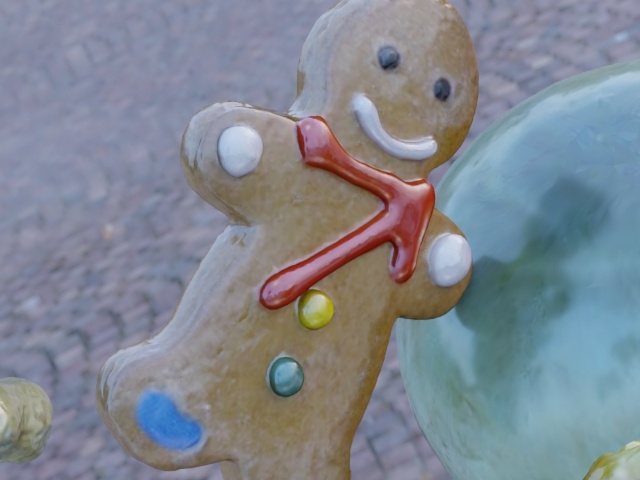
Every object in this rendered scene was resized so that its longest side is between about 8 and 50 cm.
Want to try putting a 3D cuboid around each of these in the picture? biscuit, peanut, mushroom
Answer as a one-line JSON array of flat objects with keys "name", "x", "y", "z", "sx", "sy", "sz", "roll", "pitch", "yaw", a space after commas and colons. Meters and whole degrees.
[{"name": "biscuit", "x": 0.002, "y": 0.001, "z": 1.060, "sx": 0.049, "sy": 0.205, "sz": 0.324, "roll": 7, "pitch": 67, "yaw": 56}, {"name": "peanut", "x": -0.276, "y": 0.160, "z": 1.616, "sx": 0.080, "sy": 0.080, "sz": 0.174, "roll": -21, "pitch": -3, "yaw": 10}, {"name": "mushroom", "x": 0.212, "y": 0.046, "z": 1.188, "sx": 0.352, "sy": 0.260, "sz": 0.352, "roll": -18, "pitch": 50, "yaw": 22}]

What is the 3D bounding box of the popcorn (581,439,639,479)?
[{"name": "popcorn", "x": 0.196, "y": 0.160, "z": 0.879, "sx": 0.180, "sy": 0.170, "sz": 0.180, "roll": -13, "pitch": 26, "yaw": 6}]
